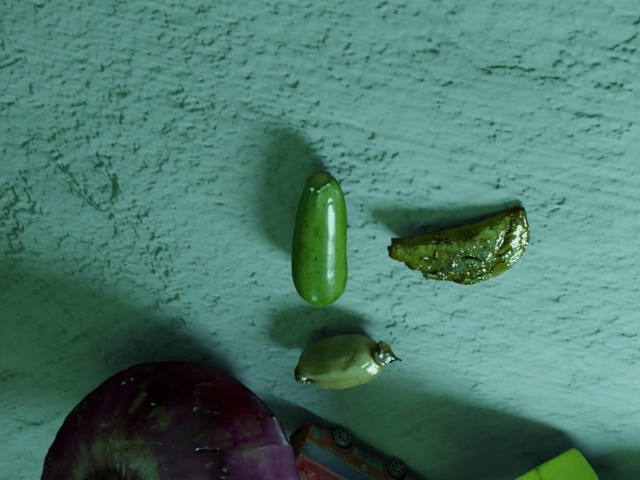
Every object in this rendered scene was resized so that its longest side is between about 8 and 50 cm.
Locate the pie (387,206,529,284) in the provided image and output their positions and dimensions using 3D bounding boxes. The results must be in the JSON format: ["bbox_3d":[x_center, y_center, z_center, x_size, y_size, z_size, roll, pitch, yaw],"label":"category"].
[{"bbox_3d":[0.159,0.012,1.625,0.170,0.034,0.092,-10,128,23],"label":"pie"}]

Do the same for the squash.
[{"bbox_3d":[0.000,0.000,1.653,0.066,0.066,0.201,12,138,10],"label":"squash"}]

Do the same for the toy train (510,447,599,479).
[{"bbox_3d":[0.190,0.402,1.896,0.150,0.237,0.369,63,150,11],"label":"toy train"}]

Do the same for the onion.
[{"bbox_3d":[-0.170,0.331,1.893,0.345,0.358,0.358,-5,153,-36],"label":"onion"}]

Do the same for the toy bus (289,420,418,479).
[{"bbox_3d":[0.044,0.313,1.956,0.192,0.077,0.065,31,139,-11],"label":"toy bus"}]

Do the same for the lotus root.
[{"bbox_3d":[0.030,0.147,1.797,0.150,0.062,0.073,-15,134,34],"label":"lotus root"}]
